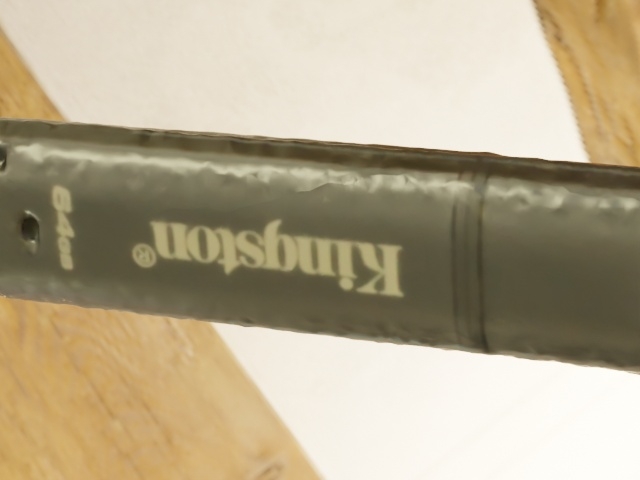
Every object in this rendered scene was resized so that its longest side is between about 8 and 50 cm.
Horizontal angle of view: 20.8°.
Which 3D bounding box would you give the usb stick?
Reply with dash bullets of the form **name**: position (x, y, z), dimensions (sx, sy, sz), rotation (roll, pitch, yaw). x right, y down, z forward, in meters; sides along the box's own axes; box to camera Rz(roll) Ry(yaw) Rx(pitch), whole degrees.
- **usb stick**: position (0.000, 0.000, 0.609), dimensions (0.045, 0.278, 0.077), rotation (-57, -33, -51)
